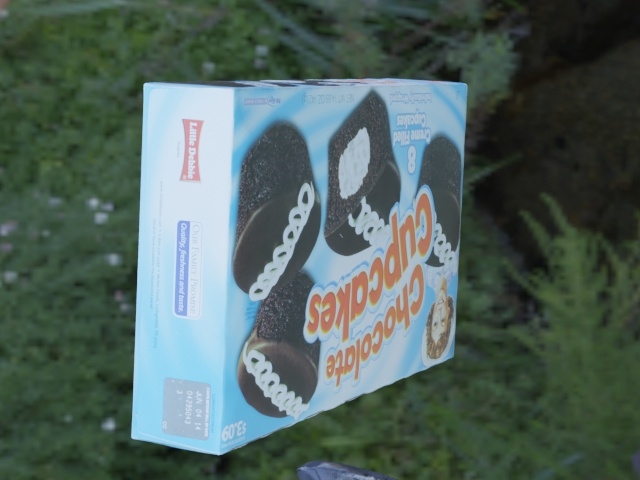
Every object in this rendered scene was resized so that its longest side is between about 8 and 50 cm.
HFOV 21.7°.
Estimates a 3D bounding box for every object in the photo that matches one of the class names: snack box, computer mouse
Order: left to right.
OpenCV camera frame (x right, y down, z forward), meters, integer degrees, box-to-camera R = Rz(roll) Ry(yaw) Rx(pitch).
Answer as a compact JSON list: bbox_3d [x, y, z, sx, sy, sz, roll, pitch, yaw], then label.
[{"bbox_3d":[0.000,0.000,0.979,0.060,0.322,0.187,6,98,25],"label":"snack box"},{"bbox_3d":[0.109,0.269,1.607,0.184,0.262,0.060,145,141,-68],"label":"computer mouse"}]
